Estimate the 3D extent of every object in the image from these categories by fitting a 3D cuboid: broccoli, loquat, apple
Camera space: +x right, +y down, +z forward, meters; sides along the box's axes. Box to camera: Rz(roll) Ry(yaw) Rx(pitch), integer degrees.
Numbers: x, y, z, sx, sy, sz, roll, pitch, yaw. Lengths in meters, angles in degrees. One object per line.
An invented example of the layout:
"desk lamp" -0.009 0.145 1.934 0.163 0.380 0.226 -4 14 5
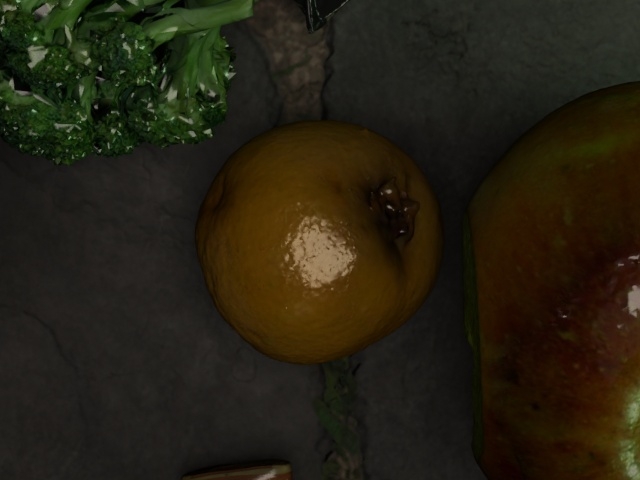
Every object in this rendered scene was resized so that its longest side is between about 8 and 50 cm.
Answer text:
"broccoli" -0.161 -0.200 1.554 0.275 0.308 0.308 -5 95 29
"loquat" 0.000 0.000 1.612 0.208 0.208 0.208 0 94 -5
"apple" 0.263 0.055 1.576 0.374 0.374 0.384 27 114 -6

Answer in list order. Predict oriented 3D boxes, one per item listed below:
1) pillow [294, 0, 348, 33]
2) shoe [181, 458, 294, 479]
"pillow" 0.023 -0.251 1.671 0.150 0.048 0.090 -39 105 -6
"shoe" -0.073 0.226 1.683 0.109 0.072 0.069 -14 90 -4
